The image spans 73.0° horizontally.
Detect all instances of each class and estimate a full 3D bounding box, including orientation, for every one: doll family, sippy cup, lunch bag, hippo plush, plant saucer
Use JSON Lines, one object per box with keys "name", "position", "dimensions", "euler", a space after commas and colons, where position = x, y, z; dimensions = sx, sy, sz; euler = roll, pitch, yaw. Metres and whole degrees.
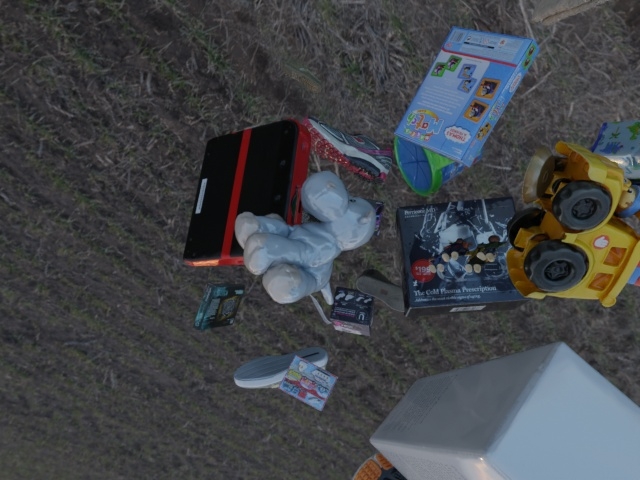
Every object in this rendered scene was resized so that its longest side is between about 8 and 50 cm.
{"name": "doll family", "position": [0.351, 0.031, 1.051], "dimensions": [0.193, 0.111, 0.075], "euler": [2, 120, 33]}
{"name": "sippy cup", "position": [0.399, -0.295, 1.428], "dimensions": [0.224, 0.305, 0.239], "euler": [-25, 138, -11]}
{"name": "lunch bag", "position": [0.575, -0.138, 0.756], "dimensions": [0.151, 0.129, 0.096], "euler": [27, 90, -25]}
{"name": "hippo plush", "position": [0.000, 0.000, 0.860], "dimensions": [0.237, 0.234, 0.294], "euler": [-42, 98, 14]}
{"name": "plant saucer", "position": [0.307, -0.090, 0.603], "dimensions": [0.015, 0.083, 0.083], "euler": [24, 147, 40]}

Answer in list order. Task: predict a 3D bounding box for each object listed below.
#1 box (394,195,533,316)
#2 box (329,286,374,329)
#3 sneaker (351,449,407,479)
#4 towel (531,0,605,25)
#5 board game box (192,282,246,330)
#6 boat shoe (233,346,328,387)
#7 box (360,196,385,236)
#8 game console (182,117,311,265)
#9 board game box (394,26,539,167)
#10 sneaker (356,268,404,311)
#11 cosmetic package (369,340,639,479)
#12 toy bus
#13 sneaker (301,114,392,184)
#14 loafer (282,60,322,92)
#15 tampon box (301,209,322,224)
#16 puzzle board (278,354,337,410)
{"name": "box", "position": [0.414, 0.054, 1.311], "dimensions": [0.344, 0.312, 0.179], "euler": [-6, 161, 5]}
{"name": "box", "position": [0.136, 0.300, 1.795], "dimensions": [0.164, 0.141, 0.247], "euler": [8, 159, 11]}
{"name": "sneaker", "position": [0.176, 0.500, 1.010], "dimensions": [0.263, 0.099, 0.121], "euler": [-35, 171, -14]}
{"name": "towel", "position": [0.486, -0.500, 0.760], "dimensions": [0.049, 0.282, 0.186], "euler": [14, 106, -5]}
{"name": "board game box", "position": [-0.278, 0.182, 1.210], "dimensions": [0.026, 0.126, 0.186], "euler": [19, 179, 17]}
{"name": "boat shoe", "position": [-0.117, 0.421, 1.363], "dimensions": [0.303, 0.109, 0.093], "euler": [-9, 115, -14]}
{"name": "box", "position": [0.219, -0.107, 1.952], "dimensions": [0.116, 0.029, 0.161], "euler": [13, 98, 24]}
{"name": "game console", "position": [-0.193, -0.124, 1.128], "dimensions": [0.342, 0.385, 0.060], "euler": [-5, 158, 31]}
{"name": "board game box", "position": [0.242, -0.251, 0.745], "dimensions": [0.039, 0.160, 0.211], "euler": [19, 104, -46]}
{"name": "sneaker", "position": [0.242, 0.167, 1.540], "dimensions": [0.222, 0.118, 0.083], "euler": [27, 112, 6]}
{"name": "cosmetic package", "position": [0.250, 0.310, 0.609], "dimensions": [0.230, 0.161, 0.453], "euler": [43, 158, 9]}
{"name": "toy bus", "position": [0.409, -0.014, 0.633], "dimensions": [0.212, 0.149, 0.220], "euler": [12, 119, 5]}
{"name": "sneaker", "position": [0.077, -0.284, 1.296], "dimensions": [0.299, 0.111, 0.121], "euler": [29, 167, -14]}
{"name": "loafer", "position": [-0.053, -0.537, 1.401], "dimensions": [0.148, 0.050, 0.056], "euler": [34, 157, -3]}
{"name": "tampon box", "position": [-0.015, -0.086, 2.061], "dimensions": [0.121, 0.161, 0.101], "euler": [3, 130, -36]}
{"name": "puzzle board", "position": [-0.032, 0.373, 1.133], "dimensions": [0.128, 0.096, 0.011], "euler": [28, 168, -1]}
